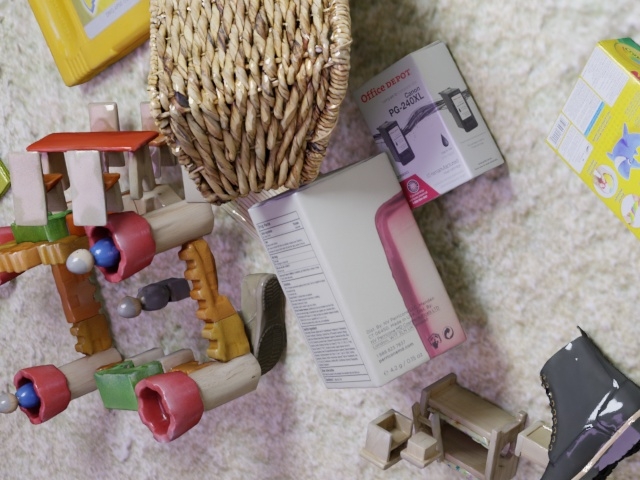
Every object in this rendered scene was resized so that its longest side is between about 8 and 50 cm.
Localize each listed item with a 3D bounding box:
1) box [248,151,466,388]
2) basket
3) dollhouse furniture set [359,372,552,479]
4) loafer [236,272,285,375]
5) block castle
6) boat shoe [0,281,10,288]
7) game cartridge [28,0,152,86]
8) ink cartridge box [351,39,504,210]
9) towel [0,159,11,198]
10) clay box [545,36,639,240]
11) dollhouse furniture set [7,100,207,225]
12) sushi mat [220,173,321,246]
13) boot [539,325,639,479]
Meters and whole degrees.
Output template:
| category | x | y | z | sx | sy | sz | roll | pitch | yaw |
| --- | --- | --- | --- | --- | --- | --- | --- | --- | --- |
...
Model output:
| category | x | y | z | sx | sy | sz | roll | pitch | yaw |
| --- | --- | --- | --- | --- | --- | --- | --- | --- | --- |
| box | 0.039 | 0.037 | 1.577 | 0.148 | 0.126 | 0.232 | -14 | 100 | 66 |
| basket | -0.045 | -0.202 | 1.517 | 0.223 | 0.299 | 0.213 | -16 | 138 | 12 |
| dollhouse furniture set | 0.163 | 0.257 | 1.584 | 0.182 | 0.161 | 0.101 | 27 | 126 | 35 |
| loafer | -0.079 | 0.106 | 1.837 | 0.050 | 0.056 | 0.148 | 24 | 117 | 39 |
| block castle | -0.306 | 0.101 | 1.898 | 0.453 | 0.212 | 0.303 | -4 | 104 | 54 |
| boat shoe | -0.590 | -0.034 | 2.236 | 0.098 | 0.096 | 0.277 | -31 | 89 | 52 |
| game cartridge | -0.297 | -0.383 | 1.831 | 0.323 | 0.052 | 0.285 | -24 | 90 | 46 |
| ink cartridge box | 0.114 | -0.125 | 1.531 | 0.109 | 0.063 | 0.150 | -28 | 88 | 49 |
| towel | -0.558 | -0.169 | 2.211 | 0.237 | 0.021 | 0.102 | 58 | 142 | 7 |
| clay box | 0.319 | -0.074 | 1.331 | 0.222 | 0.053 | 0.127 | 52 | 137 | 30 |
| dollhouse furniture set | -0.233 | -0.122 | 1.754 | 0.259 | 0.262 | 0.135 | 0 | 109 | 14 |
| sushi mat | 0.000 | 0.000 | 1.735 | 0.316 | 0.019 | 0.151 | 43 | 134 | 22 |
| boot | 0.257 | 0.202 | 1.510 | 0.198 | 0.077 | 0.137 | -44 | 68 | 13 |
